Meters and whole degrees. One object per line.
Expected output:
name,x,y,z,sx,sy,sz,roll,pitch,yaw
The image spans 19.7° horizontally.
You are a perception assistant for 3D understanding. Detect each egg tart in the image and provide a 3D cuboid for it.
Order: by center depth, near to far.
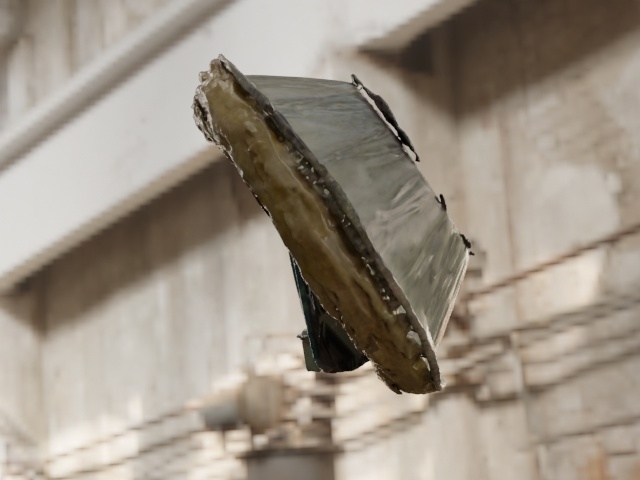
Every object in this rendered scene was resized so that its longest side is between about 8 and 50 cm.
egg tart,0.018,-0.018,1.053,0.094,0.234,0.234,-35,-16,-2

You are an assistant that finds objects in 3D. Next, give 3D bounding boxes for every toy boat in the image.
toy boat,0.000,0.000,2.105,0.134,0.298,0.092,-14,6,-42
